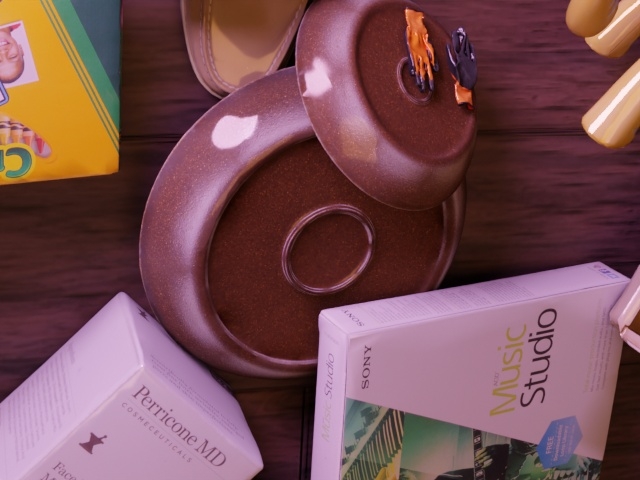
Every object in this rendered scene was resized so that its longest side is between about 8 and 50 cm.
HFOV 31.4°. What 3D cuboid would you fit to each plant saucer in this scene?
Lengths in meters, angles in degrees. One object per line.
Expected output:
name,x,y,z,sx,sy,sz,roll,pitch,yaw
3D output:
plant saucer,0.000,0.000,0.988,0.310,0.050,0.311,-12,122,-20
plant saucer,0.067,-0.124,0.926,0.198,0.036,0.199,17,62,-36

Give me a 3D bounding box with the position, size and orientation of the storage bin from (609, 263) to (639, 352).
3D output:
storage bin,0.440,0.039,1.015,0.260,0.123,0.262,31,95,2

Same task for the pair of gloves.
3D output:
pair of gloves,0.100,-0.149,0.932,0.083,0.010,0.074,13,66,-39

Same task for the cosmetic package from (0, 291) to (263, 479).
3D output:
cosmetic package,-0.176,0.176,0.982,0.183,0.151,0.151,-43,116,4

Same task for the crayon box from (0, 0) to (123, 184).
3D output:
crayon box,-0.288,-0.124,0.833,0.278,0.081,0.165,-9,115,-32

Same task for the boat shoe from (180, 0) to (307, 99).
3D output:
boat shoe,-0.040,-0.247,0.884,0.109,0.098,0.302,9,110,-18

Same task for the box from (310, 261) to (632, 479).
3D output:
box,0.142,0.155,1.070,0.321,0.058,0.232,-8,114,-27

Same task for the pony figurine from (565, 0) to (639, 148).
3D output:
pony figurine,0.362,-0.263,0.886,0.351,0.303,0.363,-23,153,-46
